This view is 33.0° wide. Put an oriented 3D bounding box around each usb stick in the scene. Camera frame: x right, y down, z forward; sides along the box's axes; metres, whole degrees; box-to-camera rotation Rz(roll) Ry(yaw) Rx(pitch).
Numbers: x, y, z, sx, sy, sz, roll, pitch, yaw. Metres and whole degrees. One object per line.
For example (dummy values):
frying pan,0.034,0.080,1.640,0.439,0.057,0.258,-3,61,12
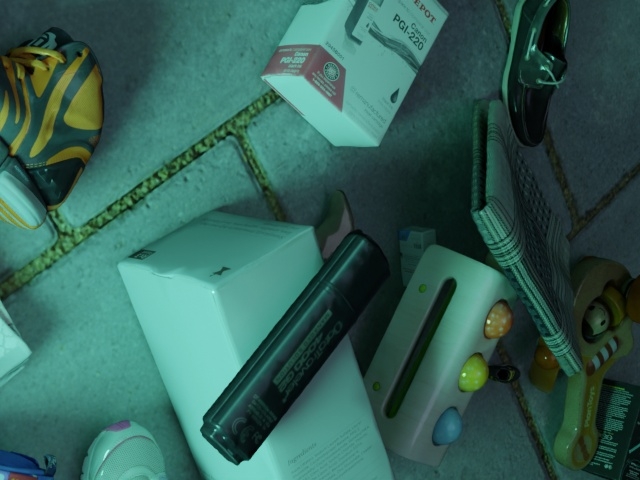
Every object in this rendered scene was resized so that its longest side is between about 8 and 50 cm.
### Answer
usb stick,-0.021,0.107,1.127,0.278,0.045,0.077,-52,131,-21

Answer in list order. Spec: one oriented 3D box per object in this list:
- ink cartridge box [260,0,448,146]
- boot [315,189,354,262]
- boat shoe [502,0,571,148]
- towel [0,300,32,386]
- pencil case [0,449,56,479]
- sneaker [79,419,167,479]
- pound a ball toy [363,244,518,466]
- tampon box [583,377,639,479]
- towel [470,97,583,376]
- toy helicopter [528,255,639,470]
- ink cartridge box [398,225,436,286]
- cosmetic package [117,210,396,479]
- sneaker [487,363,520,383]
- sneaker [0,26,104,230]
ink cartridge box,0.048,-0.251,1.379,0.158,0.092,0.218,39,70,-35
boot,0.000,0.000,1.405,0.087,0.042,0.118,-16,105,-34
boat shoe,0.326,-0.253,1.612,0.084,0.079,0.233,2,96,-41
towel,-0.477,0.094,1.026,0.332,0.053,0.317,-43,120,-28
pencil case,-0.367,0.354,1.105,0.133,0.119,0.306,25,79,-59
sneaker,-0.197,0.329,1.242,0.103,0.111,0.252,-20,108,-35
pound a ball toy,0.197,0.150,1.492,0.208,0.135,0.319,29,87,-55
tampon box,0.514,0.327,1.821,0.120,0.101,0.161,27,78,-38
towel,0.295,-0.019,1.515,0.312,0.056,0.324,55,24,-27
toy helicopter,0.413,0.202,1.709,0.235,0.140,0.355,-9,109,-41
ink cartridge box,0.138,0.024,1.513,0.028,0.048,0.083,-14,106,-38
cosmetic package,-0.068,0.171,1.263,0.156,0.217,0.385,-30,115,-32
sneaker,0.282,0.208,1.662,0.083,0.035,0.031,8,92,-39
sneaker,-0.340,-0.174,1.072,0.180,0.124,0.321,-56,136,-24
